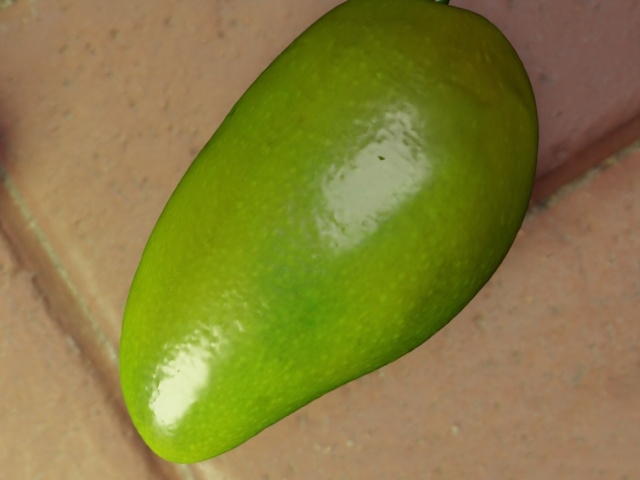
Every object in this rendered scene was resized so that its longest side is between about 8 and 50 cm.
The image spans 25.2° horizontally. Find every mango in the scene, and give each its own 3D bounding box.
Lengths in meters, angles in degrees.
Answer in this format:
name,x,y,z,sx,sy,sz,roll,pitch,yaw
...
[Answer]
name,x,y,z,sx,sy,sz,roll,pitch,yaw
mango,0.000,0.000,0.901,0.192,0.156,0.343,41,98,12
